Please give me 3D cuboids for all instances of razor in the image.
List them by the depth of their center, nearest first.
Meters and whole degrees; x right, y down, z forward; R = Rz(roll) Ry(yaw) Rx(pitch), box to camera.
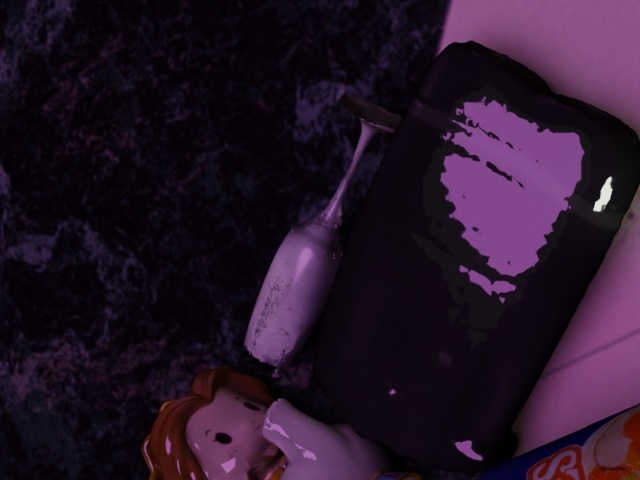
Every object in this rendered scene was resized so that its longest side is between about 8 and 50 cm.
[{"bbox_3d":[0.121,0.021,1.534,0.204,0.113,0.349,30,111,21],"label":"razor"}]

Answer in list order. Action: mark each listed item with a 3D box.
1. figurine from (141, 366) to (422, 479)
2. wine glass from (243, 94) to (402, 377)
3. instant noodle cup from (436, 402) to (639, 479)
[{"bbox_3d":[-0.046,0.207,1.648,0.263,0.142,0.190,19,130,27],"label":"figurine"},{"bbox_3d":[0.000,0.000,1.630,0.074,0.074,0.262,34,114,22],"label":"wine glass"},{"bbox_3d":[0.271,0.231,1.408,0.312,0.284,0.284,-34,80,21],"label":"instant noodle cup"}]
